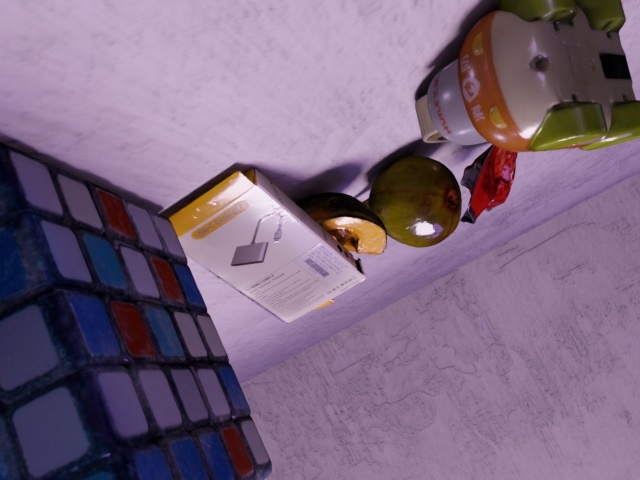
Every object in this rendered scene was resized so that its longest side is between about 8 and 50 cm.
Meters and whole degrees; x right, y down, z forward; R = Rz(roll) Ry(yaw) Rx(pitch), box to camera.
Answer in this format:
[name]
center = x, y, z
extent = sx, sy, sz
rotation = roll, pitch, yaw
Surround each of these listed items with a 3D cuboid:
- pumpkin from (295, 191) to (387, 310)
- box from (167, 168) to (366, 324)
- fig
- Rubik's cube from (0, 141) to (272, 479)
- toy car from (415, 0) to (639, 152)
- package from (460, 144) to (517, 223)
[pumpkin]
center = 0.000, 0.000, 0.895
extent = 0.119, 0.108, 0.183
rotation = 27, 126, -30
[box]
center = -0.063, 0.009, 0.789
extent = 0.129, 0.033, 0.247
rotation = -30, 136, 18
[fig]
center = 0.086, -0.042, 0.954
extent = 0.236, 0.124, 0.124
rotation = -13, 179, 41
[Rubik's cube]
center = -0.247, 0.137, 0.559
extent = 0.291, 0.287, 0.293
rotation = -27, 167, 8
[toy car]
center = 0.193, -0.147, 0.699
extent = 0.235, 0.145, 0.235
rotation = -13, 178, -1
[package]
center = 0.240, -0.100, 0.936
extent = 0.269, 0.071, 0.194
rotation = 71, 38, -81
